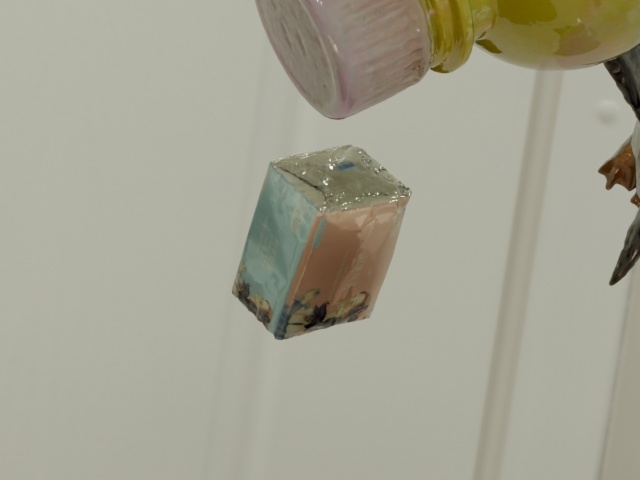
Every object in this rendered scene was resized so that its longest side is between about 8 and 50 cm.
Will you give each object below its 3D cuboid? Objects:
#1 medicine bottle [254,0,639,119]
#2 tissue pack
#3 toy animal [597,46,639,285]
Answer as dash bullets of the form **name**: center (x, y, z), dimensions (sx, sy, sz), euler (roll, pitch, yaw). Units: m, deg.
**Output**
- **medicine bottle**: center (0.081, -0.121, 0.475), dimensions (0.213, 0.121, 0.122), euler (-29, 13, -14)
- **tissue pack**: center (0.000, 0.000, 0.699), dimensions (0.074, 0.094, 0.059), euler (-14, 47, -37)
- **toy animal**: center (0.228, -0.047, 0.774), dimensions (0.273, 0.197, 0.160), euler (32, -5, 0)
